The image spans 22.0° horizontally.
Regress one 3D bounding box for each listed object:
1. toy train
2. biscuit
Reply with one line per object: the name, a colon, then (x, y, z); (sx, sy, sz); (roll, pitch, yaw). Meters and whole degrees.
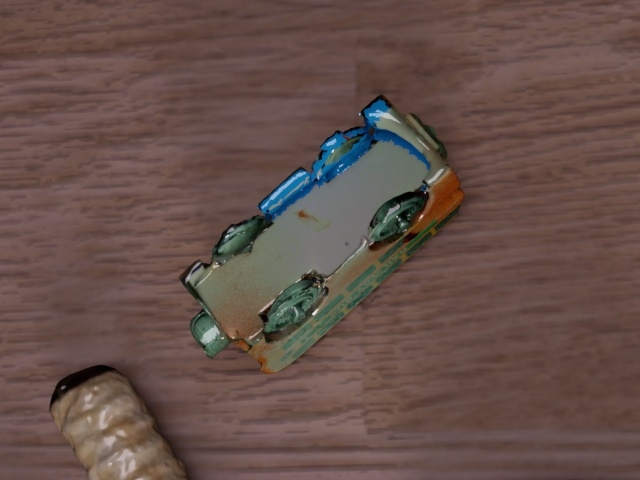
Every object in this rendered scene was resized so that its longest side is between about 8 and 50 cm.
toy train: (0.000, 0.000, 0.984); (0.188, 0.099, 0.072); (-42, 75, 2)
biscuit: (-0.091, 0.170, 0.994); (0.061, 0.055, 0.219); (-30, 78, -8)
